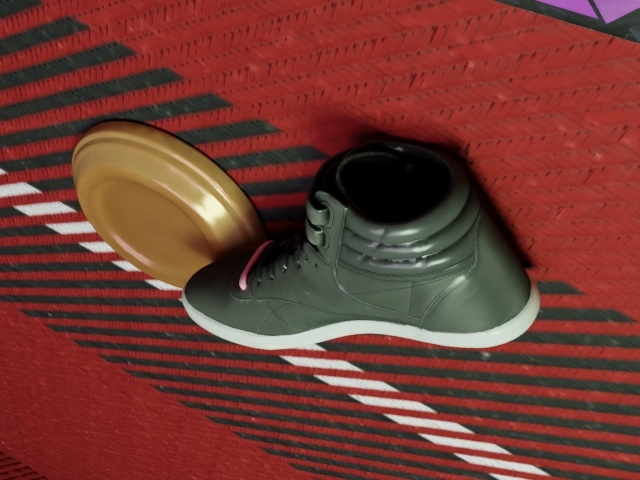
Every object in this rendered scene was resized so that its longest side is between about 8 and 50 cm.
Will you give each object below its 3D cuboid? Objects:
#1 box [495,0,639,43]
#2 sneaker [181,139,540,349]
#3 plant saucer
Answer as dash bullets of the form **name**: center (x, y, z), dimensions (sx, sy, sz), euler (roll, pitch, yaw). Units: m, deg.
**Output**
- **box**: center (0.140, -0.163, 0.365), dimensions (0.116, 0.029, 0.162), euler (21, 143, 15)
- **sneaker**: center (0.000, 0.000, 0.621), dimensions (0.296, 0.104, 0.146), euler (-2, 132, 30)
- **plant saucer**: center (-0.143, -0.019, 0.760), dimensions (0.200, 0.037, 0.200), euler (20, 144, 15)
